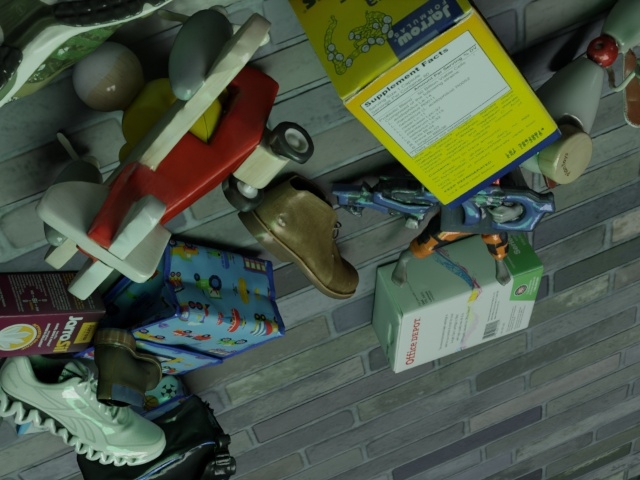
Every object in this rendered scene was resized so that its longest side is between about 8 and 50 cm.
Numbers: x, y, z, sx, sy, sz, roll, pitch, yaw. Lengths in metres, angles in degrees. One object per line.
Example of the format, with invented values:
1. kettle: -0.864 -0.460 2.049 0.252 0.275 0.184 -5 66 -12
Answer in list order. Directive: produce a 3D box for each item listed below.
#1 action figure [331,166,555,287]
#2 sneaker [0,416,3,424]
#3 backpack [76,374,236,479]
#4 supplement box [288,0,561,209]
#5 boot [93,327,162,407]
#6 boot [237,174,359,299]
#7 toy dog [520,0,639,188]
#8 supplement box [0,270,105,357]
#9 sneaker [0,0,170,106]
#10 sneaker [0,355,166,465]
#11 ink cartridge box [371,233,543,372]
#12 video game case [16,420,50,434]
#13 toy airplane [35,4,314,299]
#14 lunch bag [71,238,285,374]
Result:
1. action figure: 0.189 -0.068 2.015 0.341 0.178 0.330 9 136 1
2. sneaker: -0.561 0.321 2.090 0.076 0.065 0.166 -10 151 -52
3. backpack: -0.284 0.366 2.179 0.276 0.213 0.263 -22 156 -3
4. supplement box: 0.145 -0.225 1.669 0.194 0.195 0.356 -34 147 12
5. boot: -0.298 0.218 1.917 0.082 0.106 0.219 -2 155 12
6. boot: 0.000 0.000 1.979 0.115 0.112 0.305 -43 143 6
7. toy dog: 0.393 -0.198 1.858 0.334 0.220 0.161 -32 142 3
8. supplement box: -0.425 0.109 1.850 0.188 0.081 0.104 -1 140 -34
9. sneaker: -0.286 -0.264 1.418 0.410 0.158 0.182 -29 178 2
10. sneaker: -0.373 0.259 1.987 0.292 0.110 0.118 25 114 -8
11. ink cartridge box: 0.241 0.105 2.271 0.278 0.117 0.201 -18 146 -14
12. video game case: -0.426 0.285 2.158 0.166 0.015 0.119 -3 141 -31
13. toy airplane: -0.213 -0.113 1.512 0.386 0.272 0.384 -40 180 -4
14. lunch bag: -0.240 0.131 1.997 0.221 0.138 0.293 14 144 -43
